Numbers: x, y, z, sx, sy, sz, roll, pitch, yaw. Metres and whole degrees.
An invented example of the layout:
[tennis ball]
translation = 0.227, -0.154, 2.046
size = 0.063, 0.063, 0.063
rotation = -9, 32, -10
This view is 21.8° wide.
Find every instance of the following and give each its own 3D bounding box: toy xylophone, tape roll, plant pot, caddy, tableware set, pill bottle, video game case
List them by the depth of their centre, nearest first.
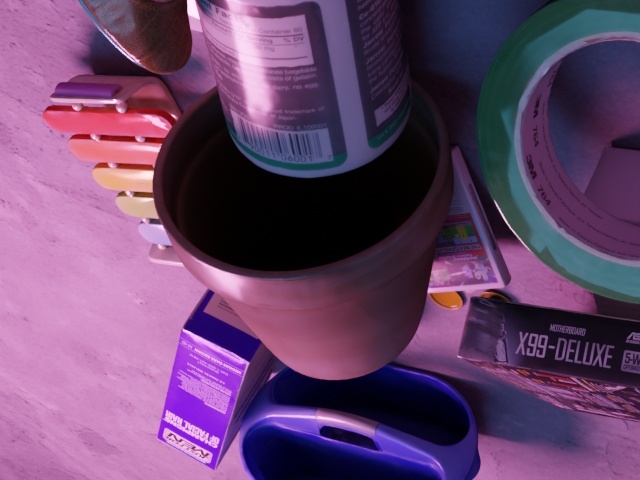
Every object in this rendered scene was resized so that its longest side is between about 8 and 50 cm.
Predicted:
[tape roll]
translation = 0.310, -0.097, 1.592
size = 0.321, 0.077, 0.321
rotation = 13, 119, 25
[pill bottle]
translation = -0.024, -0.251, 1.640
size = 0.204, 0.204, 0.361
rotation = 16, 144, 22
[plant pot]
translation = 0.000, 0.000, 1.852
size = 0.323, 0.323, 0.280
rotation = 15, 145, 23
[video game case]
translation = 0.109, -0.019, 1.962
size = 0.201, 0.023, 0.183
rotation = -6, 117, 38
[tableware set]
translation = 0.177, 0.074, 2.079
size = 0.154, 0.024, 0.104
rotation = 36, 147, -9
[toy xylophone]
translation = -0.195, -0.097, 2.091
size = 0.236, 0.081, 0.323
rotation = -1, 136, 39
[caddy]
translation = 0.056, 0.286, 2.261
size = 0.341, 0.241, 0.179
rotation = 11, 147, 27

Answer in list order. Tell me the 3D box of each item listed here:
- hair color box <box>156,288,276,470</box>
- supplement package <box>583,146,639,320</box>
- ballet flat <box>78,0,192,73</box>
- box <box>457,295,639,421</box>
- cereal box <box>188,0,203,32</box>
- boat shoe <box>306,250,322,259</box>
[hair color box]
translation = -0.125, 0.155, 2.277
size = 0.110, 0.185, 0.339
rotation = 27, 146, 7
[supplement package]
translation = 0.349, 0.002, 1.771
size = 0.105, 0.105, 0.179
rotation = 10, 142, 27
[ballet flat]
translation = -0.199, -0.315, 1.527
size = 0.124, 0.116, 0.342
rotation = -22, 103, 42
[box]
translation = 0.330, 0.149, 1.889
size = 0.242, 0.076, 0.307
rotation = 8, 169, 32
[cereal box]
translation = -0.141, -0.322, 1.779
size = 0.173, 0.047, 0.240
rotation = 16, 144, 21
[boat shoe]
translation = 0.021, 0.078, 2.095
size = 0.095, 0.095, 0.257
rotation = -1, 148, 35
